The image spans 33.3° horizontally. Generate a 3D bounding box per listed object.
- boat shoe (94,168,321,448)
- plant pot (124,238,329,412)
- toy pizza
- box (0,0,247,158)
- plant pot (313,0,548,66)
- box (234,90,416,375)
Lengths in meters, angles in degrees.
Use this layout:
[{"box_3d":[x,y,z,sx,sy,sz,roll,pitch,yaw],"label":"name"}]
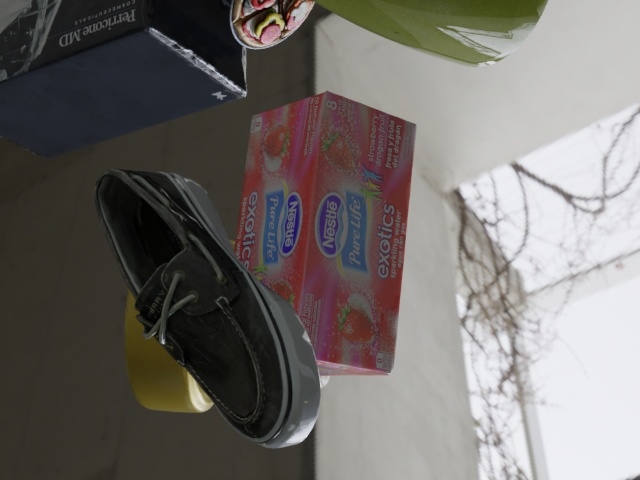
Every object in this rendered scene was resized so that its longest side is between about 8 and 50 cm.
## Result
[{"box_3d":[-0.124,0.059,0.997,0.121,0.119,0.335,-56,-129,23],"label":"boat shoe"},{"box_3d":[-0.106,0.106,1.422,0.239,0.254,0.254,2,-132,10],"label":"plant pot"},{"box_3d":[-0.070,-0.411,1.824,0.201,0.201,0.032,-45,-119,-5],"label":"toy pizza"},{"box_3d":[-0.402,-0.457,1.938,0.480,0.297,0.471,-14,-112,27],"label":"box"},{"box_3d":[0.096,-0.367,1.339,0.275,0.293,0.275,0,-90,58],"label":"plant pot"},{"box_3d":[0.000,0.000,1.230,0.154,0.142,0.300,-8,-109,52],"label":"box"}]
